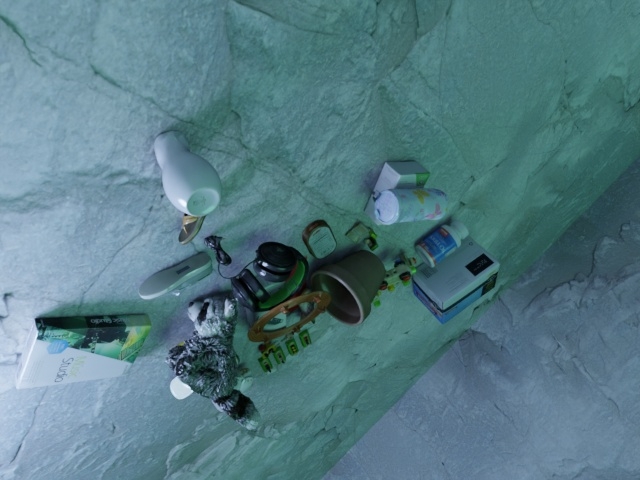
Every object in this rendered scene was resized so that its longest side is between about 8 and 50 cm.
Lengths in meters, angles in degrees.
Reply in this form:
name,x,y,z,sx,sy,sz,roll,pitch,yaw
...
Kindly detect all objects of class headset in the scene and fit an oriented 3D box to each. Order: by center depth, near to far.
name,x,y,z,sx,sy,sz,roll,pitch,yaw
headset,-0.201,0.093,1.576,0.243,0.185,0.394,-49,149,7

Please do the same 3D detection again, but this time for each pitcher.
name,x,y,z,sx,sy,sz,roll,pitch,yaw
pitcher,-0.315,-0.134,1.183,0.125,0.207,0.178,-22,142,-23

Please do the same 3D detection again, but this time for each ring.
name,x,y,z,sx,sy,sz,roll,pitch,yaw
ring,-0.107,0.289,1.811,0.336,0.032,0.337,-25,157,-12

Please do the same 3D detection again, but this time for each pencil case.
name,x,y,z,sx,sy,sz,roll,pitch,yaw
pencil case,0.313,-0.116,1.704,0.273,0.114,0.124,-7,143,-36

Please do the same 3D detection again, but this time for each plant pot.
name,x,y,z,sx,sy,sz,roll,pitch,yaw
plant pot,0.126,0.155,1.909,0.229,0.263,0.263,-42,150,-31

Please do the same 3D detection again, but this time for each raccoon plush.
name,x,y,z,sx,sy,sz,roll,pitch,yaw
raccoon plush,-0.295,0.380,1.672,0.299,0.216,0.446,-47,119,-9

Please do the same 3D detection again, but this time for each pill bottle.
name,x,y,z,sx,sy,sz,roll,pitch,yaw
pill bottle,0.541,0.008,2.204,0.221,0.124,0.124,-38,145,-5

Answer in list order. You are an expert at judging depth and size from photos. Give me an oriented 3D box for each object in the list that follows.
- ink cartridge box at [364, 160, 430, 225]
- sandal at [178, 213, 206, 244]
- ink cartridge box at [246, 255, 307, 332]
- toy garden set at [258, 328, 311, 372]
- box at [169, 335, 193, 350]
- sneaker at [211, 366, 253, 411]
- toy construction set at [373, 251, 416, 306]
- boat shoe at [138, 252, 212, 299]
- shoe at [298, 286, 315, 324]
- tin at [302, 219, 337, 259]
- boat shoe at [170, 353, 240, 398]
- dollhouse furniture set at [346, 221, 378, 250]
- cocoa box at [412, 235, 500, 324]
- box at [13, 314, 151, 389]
name,x,y,z,sx,sy,sz,roll,pitch,yaw
ink cartridge box,0.274,-0.170,1.789,0.160,0.093,0.220,-9,134,-36
sandal,-0.342,-0.071,1.351,0.049,0.072,0.180,27,108,-36
ink cartridge box,-0.148,0.219,1.842,0.261,0.066,0.296,-23,141,-23
toy garden set,-0.149,0.461,2.116,0.244,0.049,0.204,-30,144,-14
box,-0.433,0.378,1.769,0.179,0.043,0.105,-33,145,-13
sneaker,-0.355,0.534,1.979,0.169,0.108,0.293,-31,143,-37
toy construction set,0.286,0.171,2.107,0.327,0.151,0.215,-35,155,-9
boat shoe,-0.420,0.123,1.472,0.227,0.079,0.081,-29,139,-22
shoe,-0.045,0.263,1.967,0.076,0.058,0.219,-50,156,-34
tin,0.000,0.000,1.770,0.106,0.040,0.190,-40,145,-9
boat shoe,-0.408,0.477,1.804,0.305,0.109,0.091,-31,172,19
dollhouse furniture set,0.162,-0.023,1.906,0.076,0.059,0.151,-43,126,16
cocoa box,0.649,0.189,2.405,0.347,0.231,0.228,-33,145,-11
box,-0.688,0.320,1.457,0.322,0.058,0.232,4,126,-46
